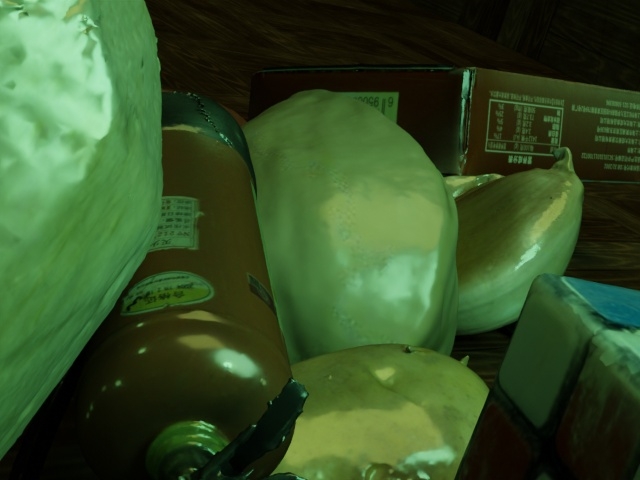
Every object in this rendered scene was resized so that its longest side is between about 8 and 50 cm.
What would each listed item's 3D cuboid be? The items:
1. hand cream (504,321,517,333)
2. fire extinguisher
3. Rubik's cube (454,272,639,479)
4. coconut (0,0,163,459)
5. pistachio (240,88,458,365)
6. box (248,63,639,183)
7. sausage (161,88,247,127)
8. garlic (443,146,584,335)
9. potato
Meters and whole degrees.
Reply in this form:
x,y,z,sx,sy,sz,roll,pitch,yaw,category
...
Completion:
x,y,z,sx,sy,sz,roll,pitch,yaw,category
0.181,0.046,1.216,0.086,0.055,0.235,4,18,-25,hand cream
-0.094,0.068,0.661,0.113,0.200,0.376,22,25,-22,fire extinguisher
0.209,0.191,0.518,0.259,0.253,0.256,9,21,-21,Rubik's cube
-0.279,-0.019,0.516,0.415,0.415,0.344,35,-14,40,coconut
0.000,0.000,0.913,0.208,0.226,0.332,31,20,-31,pistachio
0.165,-0.142,1.433,0.385,0.122,0.345,-1,6,-44,box
-0.178,-0.069,1.050,0.280,0.152,0.152,1,25,-44,sausage
0.158,0.009,1.117,0.110,0.228,0.217,57,18,-27,garlic
0.025,0.130,0.709,0.235,0.128,0.161,5,21,-11,potato
